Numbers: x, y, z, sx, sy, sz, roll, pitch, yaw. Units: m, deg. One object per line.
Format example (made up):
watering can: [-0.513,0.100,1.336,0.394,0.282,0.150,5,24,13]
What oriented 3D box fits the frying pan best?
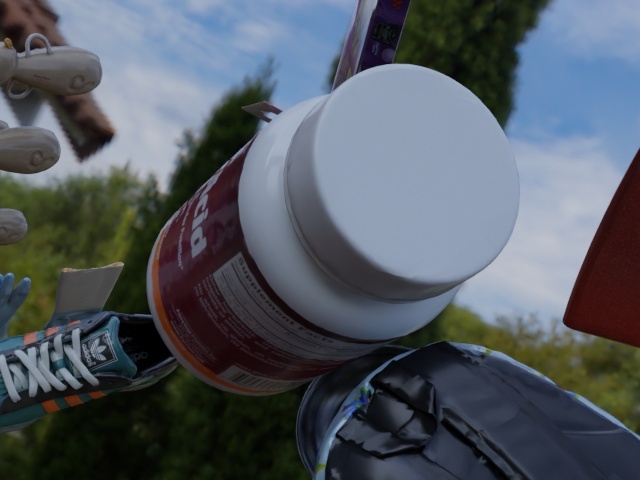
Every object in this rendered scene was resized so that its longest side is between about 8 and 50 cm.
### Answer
frying pan: [0.123,0.245,1.524,0.326,0.197,0.053,33,-19,20]

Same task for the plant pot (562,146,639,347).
plant pot: [0.475,-0.017,1.698,0.267,0.235,0.267,15,28,20]

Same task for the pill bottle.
pill bottle: [0.000,0.000,1.266,0.224,0.224,0.392,26,-26,-16]

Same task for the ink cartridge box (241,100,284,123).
ink cartridge box: [0.039,-0.111,1.505,0.232,0.066,0.189,33,-4,-11]

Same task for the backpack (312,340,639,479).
backpack: [0.150,0.248,1.091,0.355,0.290,0.273,41,-20,4]

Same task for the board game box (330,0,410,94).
board game box: [0.073,-0.288,1.810,0.056,0.347,0.208,10,26,-11]

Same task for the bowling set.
bowling set: [-0.393,-0.141,1.546,0.200,0.287,0.154,42,26,30]

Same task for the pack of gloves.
pack of gloves: [-0.378,0.095,1.797,0.195,0.046,0.232,-8,-34,-30]

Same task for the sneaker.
sneaker: [-0.284,0.136,1.571,0.302,0.108,0.121,-14,-13,-35]
